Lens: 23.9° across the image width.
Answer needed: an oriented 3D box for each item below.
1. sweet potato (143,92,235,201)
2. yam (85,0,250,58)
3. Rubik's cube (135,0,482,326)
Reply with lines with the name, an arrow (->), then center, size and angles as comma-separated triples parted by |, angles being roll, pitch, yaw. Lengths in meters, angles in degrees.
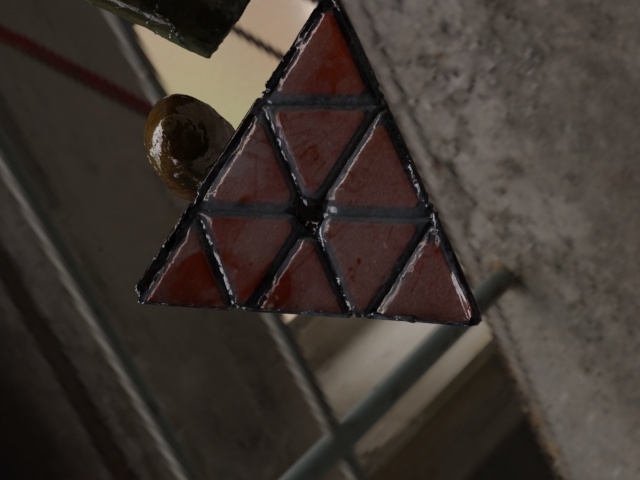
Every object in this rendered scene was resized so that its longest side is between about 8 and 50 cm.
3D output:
sweet potato -> -0.078, -0.056, 0.967 | 0.218, 0.051, 0.065 | 25, -123, -88
yam -> -0.105, -0.168, 0.972 | 0.146, 0.070, 0.069 | 22, 157, -30
Rubik's cube -> 0.000, 0.000, 0.922 | 0.190, 0.178, 0.211 | -23, 70, 16
